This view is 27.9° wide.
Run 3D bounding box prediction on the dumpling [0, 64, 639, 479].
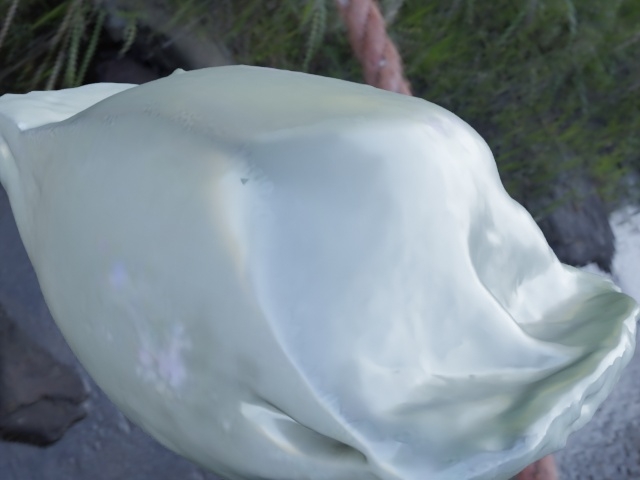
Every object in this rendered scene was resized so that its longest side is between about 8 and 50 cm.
[{"bbox_3d":[0.000,0.000,0.448,0.179,0.252,0.131,-22,128,-41],"label":"dumpling"}]
